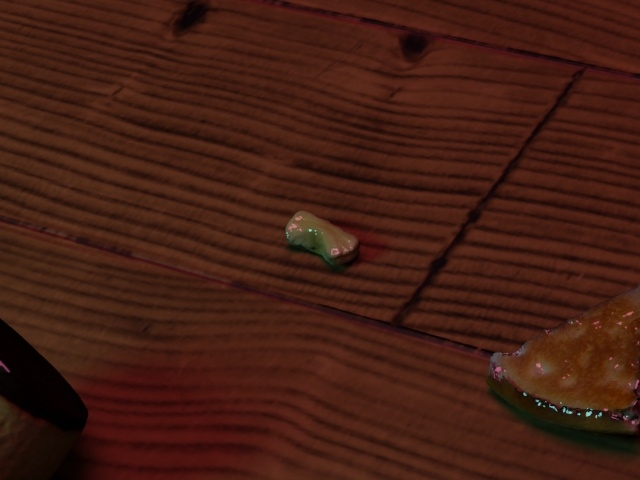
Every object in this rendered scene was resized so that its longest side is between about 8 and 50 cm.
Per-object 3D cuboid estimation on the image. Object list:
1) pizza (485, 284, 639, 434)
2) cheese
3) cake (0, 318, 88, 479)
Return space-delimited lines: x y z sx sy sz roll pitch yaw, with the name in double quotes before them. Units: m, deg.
"pizza" 0.264 0.107 1.839 0.185 0.052 0.195 19 50 40
"cheese" 0.000 0.000 2.035 0.083 0.030 0.044 27 43 28
"cake" -0.329 0.159 1.778 0.178 0.208 0.185 -44 46 -1
